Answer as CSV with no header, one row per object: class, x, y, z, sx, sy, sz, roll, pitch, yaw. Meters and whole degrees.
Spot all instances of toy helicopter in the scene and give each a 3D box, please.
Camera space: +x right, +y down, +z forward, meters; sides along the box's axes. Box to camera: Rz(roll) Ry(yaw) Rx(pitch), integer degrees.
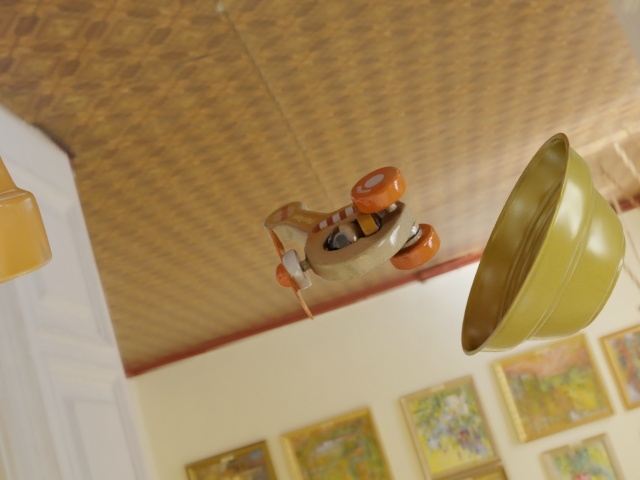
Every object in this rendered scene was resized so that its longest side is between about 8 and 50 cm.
toy helicopter,0.000,0.000,1.495,0.235,0.140,0.355,-41,-155,-18

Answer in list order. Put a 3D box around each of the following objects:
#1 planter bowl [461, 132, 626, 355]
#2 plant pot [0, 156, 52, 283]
planter bowl,0.211,0.020,0.864,0.090,0.217,0.217,23,161,-1
plant pot,-0.321,-0.051,0.698,0.205,0.187,0.205,-12,-171,2
